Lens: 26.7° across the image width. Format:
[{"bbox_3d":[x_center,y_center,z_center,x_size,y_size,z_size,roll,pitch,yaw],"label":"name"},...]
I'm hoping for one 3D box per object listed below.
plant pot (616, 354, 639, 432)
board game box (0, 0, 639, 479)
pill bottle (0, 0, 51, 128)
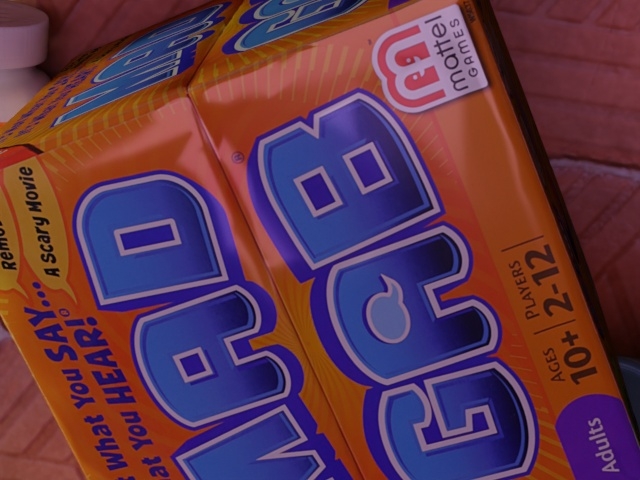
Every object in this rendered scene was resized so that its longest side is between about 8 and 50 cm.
[{"bbox_3d":[0.238,0.206,1.086,0.290,0.290,0.195,-18,130,11],"label":"plant pot"},{"bbox_3d":[0.000,0.000,1.016,0.356,0.356,0.356,-20,108,12],"label":"board game box"},{"bbox_3d":[-0.285,-0.084,1.134,0.121,0.121,0.221,9,112,1],"label":"pill bottle"}]
